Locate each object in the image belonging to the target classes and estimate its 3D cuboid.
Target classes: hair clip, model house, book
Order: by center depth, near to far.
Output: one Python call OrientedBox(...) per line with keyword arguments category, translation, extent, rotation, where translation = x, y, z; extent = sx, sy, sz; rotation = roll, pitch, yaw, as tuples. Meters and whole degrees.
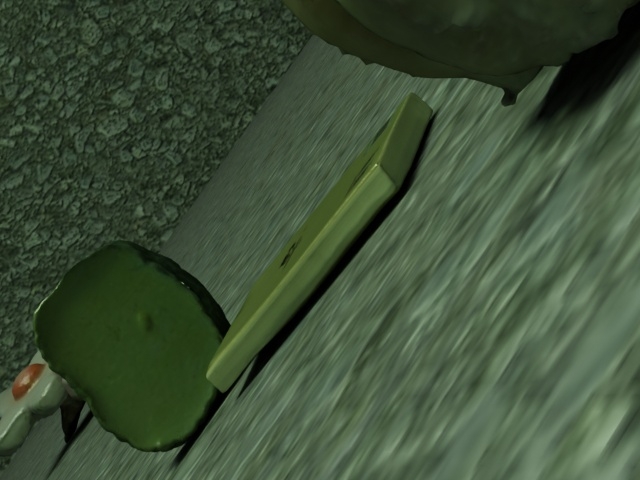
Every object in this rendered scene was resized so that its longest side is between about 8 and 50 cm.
OrientedBox(category="book", translation=(0.001, 0.000, 0.571), extent=(0.111, 0.014, 0.077), rotation=(-51, 5, 27))
OrientedBox(category="model house", translation=(-0.071, 0.041, 0.631), extent=(0.066, 0.079, 0.083), rotation=(-47, 0, -1))
OrientedBox(category="hair clip", translation=(-0.205, 0.109, 1.331), extent=(0.257, 0.075, 0.146), rotation=(-43, 7, 40))

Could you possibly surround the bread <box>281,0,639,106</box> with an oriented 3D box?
OrientedBox(category="bread", translation=(0.073, -0.205, 0.390), extent=(0.337, 0.183, 0.102), rotation=(-55, -2, -9))
